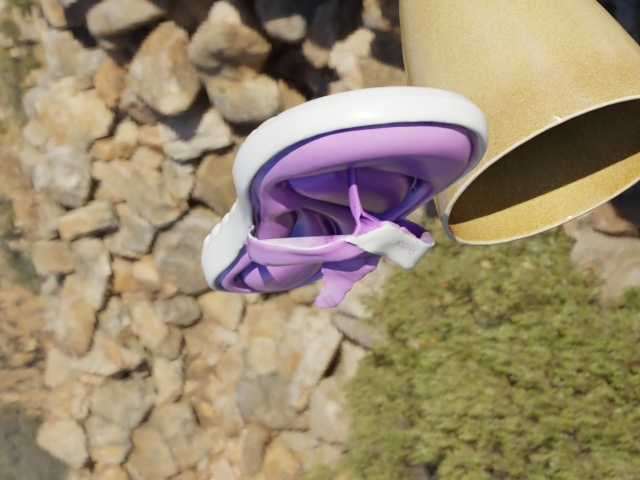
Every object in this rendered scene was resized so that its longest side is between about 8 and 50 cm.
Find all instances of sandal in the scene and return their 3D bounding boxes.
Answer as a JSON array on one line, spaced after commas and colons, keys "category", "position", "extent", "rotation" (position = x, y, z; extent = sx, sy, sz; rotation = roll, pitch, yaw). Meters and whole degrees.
[{"category": "sandal", "position": [0.015, -0.002, 0.827], "extent": [0.416, 0.169, 0.102], "rotation": [131, 130, -71]}]

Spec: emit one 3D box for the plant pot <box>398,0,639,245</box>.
[{"category": "plant pot", "position": [0.175, -0.164, 1.057], "extent": [0.254, 0.237, 0.237], "rotation": [68, 151, 22]}]
